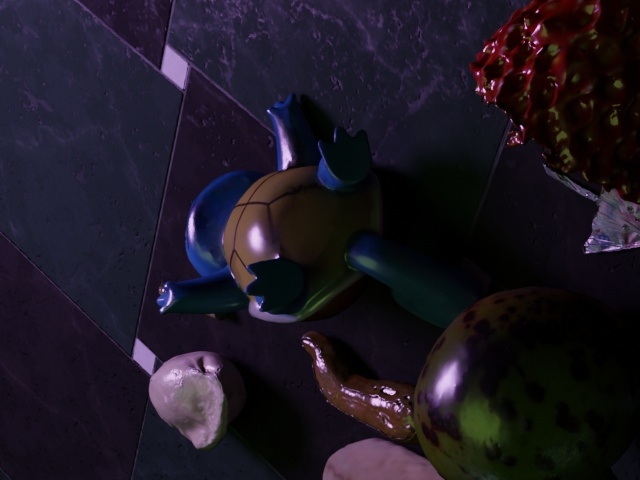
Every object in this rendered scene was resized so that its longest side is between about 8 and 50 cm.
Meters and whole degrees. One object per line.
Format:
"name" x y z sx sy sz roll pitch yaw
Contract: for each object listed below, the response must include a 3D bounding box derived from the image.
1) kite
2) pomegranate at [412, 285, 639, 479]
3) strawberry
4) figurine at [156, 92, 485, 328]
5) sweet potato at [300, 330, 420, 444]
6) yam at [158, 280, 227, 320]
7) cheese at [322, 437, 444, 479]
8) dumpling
"kite" 0.285 -0.039 1.799 0.156 0.011 0.139 34 131 29
"pomegranate" 0.216 0.200 1.817 0.242 0.242 0.306 6 103 47
"strawberry" 0.265 -0.157 1.650 0.234 0.234 0.178 45 111 21
"figurine" -0.016 -0.012 2.016 0.416 0.243 0.298 15 80 40
"sweet potato" 0.061 0.185 2.151 0.233 0.062 0.081 28 116 40
"yam" -0.175 0.080 2.380 0.129 0.027 0.033 14 121 45
"cheese" 0.140 0.418 2.081 0.328 0.129 0.351 5 113 68
"dumpling" -0.162 0.212 2.382 0.199 0.118 0.136 -158 51 -67
